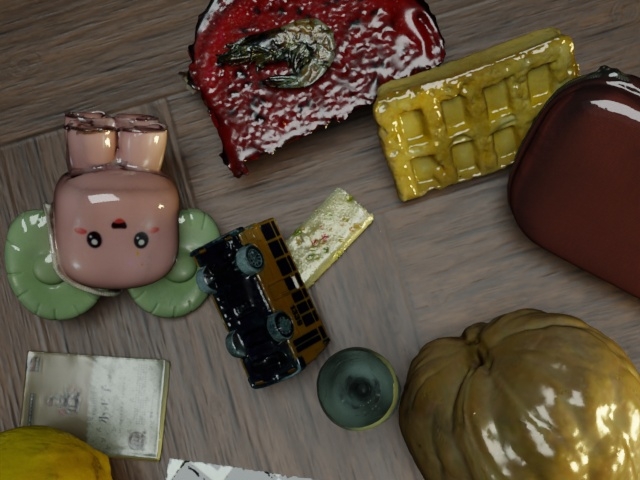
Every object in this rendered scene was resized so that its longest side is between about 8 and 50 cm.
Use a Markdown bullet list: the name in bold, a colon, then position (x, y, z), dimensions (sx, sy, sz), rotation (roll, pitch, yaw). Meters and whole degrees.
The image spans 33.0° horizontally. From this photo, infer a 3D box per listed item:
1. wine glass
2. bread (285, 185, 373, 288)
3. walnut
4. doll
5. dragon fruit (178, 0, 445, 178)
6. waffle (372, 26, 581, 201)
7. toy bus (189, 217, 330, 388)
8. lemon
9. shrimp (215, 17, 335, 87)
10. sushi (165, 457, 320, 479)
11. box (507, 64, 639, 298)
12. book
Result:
- **wine glass**: position (0.041, 0.098, 1.319), dimensions (0.096, 0.309, 0.264), rotation (-5, 81, 4)
- **bread**: position (0.000, 0.000, 1.479), dimensions (0.068, 0.028, 0.154), rotation (43, 85, 11)
- **walnut**: position (0.252, 0.226, 1.304), dimensions (0.296, 0.285, 0.285), rotation (-28, 80, 25)
- **doll**: position (-0.272, -0.027, 1.441), dimensions (0.284, 0.216, 0.268), rotation (2, 104, -14)
- **dragon fruit**: position (-0.023, -0.269, 1.482), dimensions (0.343, 0.100, 0.282), rotation (-26, 81, 2)
- **waffle**: position (0.209, -0.167, 1.426), dimensions (0.274, 0.168, 0.057), rotation (-19, 37, 2)
- **toy bus**: position (-0.075, 0.081, 1.416), dimensions (0.098, 0.114, 0.201), rotation (-25, 89, 35)
- **lemon**: position (-0.359, 0.356, 1.337), dimensions (0.233, 0.288, 0.234), rotation (-10, 121, -17)
- **shrimp**: position (-0.059, -0.240, 1.419), dimensions (0.161, 0.034, 0.091), rotation (-11, 79, 6)
- **sushi**: position (-0.088, 0.443, 1.395), dimensions (0.292, 0.059, 0.294), rotation (10, 78, 5)
- **box**: position (0.441, -0.041, 1.367), dimensions (0.404, 0.108, 0.263), rotation (29, 121, 6)
- **book**: position (-0.310, 0.225, 1.473), dimensions (0.198, 0.016, 0.138), rotation (4, 82, 5)
